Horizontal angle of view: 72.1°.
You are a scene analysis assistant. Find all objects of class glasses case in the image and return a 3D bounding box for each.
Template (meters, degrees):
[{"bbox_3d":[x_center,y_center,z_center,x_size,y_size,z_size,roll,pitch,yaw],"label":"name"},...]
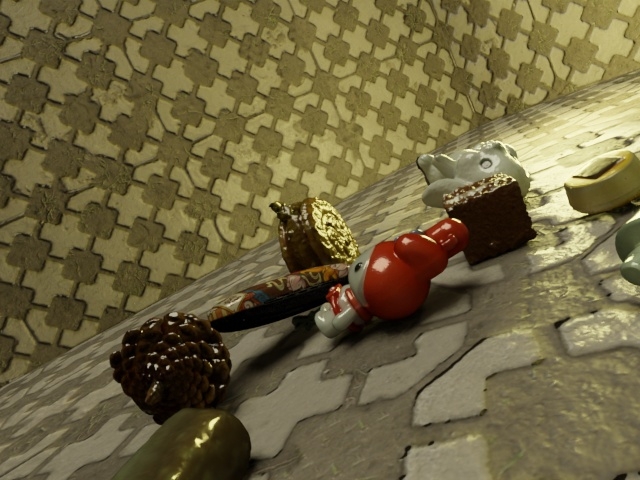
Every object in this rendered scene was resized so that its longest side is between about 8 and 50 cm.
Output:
[{"bbox_3d":[-0.065,0.110,0.872,0.320,0.082,0.122,-15,-5,-31],"label":"glasses case"}]

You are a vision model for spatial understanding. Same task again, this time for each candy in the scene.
[{"bbox_3d":[-0.157,0.270,0.453,0.104,0.102,0.234,-24,11,15],"label":"candy"}]

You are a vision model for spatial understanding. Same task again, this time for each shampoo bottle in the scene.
[{"bbox_3d":[0.431,-0.024,0.521,0.262,0.085,0.085,-31,11,-25],"label":"shampoo bottle"}]

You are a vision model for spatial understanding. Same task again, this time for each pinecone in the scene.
[{"bbox_3d":[-0.240,0.212,0.736,0.168,0.186,0.212,-31,-1,-20],"label":"pinecone"}]

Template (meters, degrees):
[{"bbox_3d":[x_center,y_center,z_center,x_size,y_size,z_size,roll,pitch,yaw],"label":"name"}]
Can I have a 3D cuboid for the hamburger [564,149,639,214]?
[{"bbox_3d":[0.498,-0.098,0.756,0.141,0.082,0.126,-41,10,-11],"label":"hamburger"}]

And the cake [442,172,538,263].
[{"bbox_3d":[0.311,-0.050,0.833,0.135,0.135,0.147,-21,17,17],"label":"cake"}]

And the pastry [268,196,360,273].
[{"bbox_3d":[0.000,0.000,1.080,0.131,0.236,0.240,-20,-7,19],"label":"pastry"}]

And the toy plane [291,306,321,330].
[{"bbox_3d":[-0.030,0.163,0.892,0.083,0.033,0.080,-27,7,46],"label":"toy plane"}]

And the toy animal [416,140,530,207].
[{"bbox_3d":[0.373,-0.148,1.094,0.248,0.174,0.289,-11,12,15],"label":"toy animal"}]

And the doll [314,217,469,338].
[{"bbox_3d":[0.118,0.064,0.735,0.290,0.130,0.161,-38,-1,20],"label":"doll"}]
